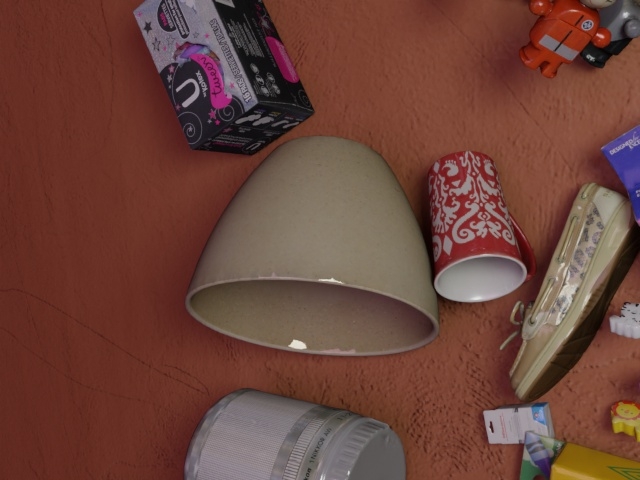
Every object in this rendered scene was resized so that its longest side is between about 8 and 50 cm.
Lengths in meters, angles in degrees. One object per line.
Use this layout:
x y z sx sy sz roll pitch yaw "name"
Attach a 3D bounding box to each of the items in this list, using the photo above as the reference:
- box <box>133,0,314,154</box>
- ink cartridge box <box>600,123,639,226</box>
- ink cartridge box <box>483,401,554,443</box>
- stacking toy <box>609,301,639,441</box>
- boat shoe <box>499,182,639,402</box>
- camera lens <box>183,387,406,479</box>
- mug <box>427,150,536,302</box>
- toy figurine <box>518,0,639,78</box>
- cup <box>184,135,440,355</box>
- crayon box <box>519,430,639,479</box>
-0.149 -0.269 1.202 0.142 0.163 0.247 -31 77 28 "box"
0.475 0.013 0.850 0.176 0.069 0.370 -33 87 29 "ink cartridge box"
0.265 0.245 1.059 0.083 0.028 0.048 -11 88 31 "ink cartridge box"
0.427 0.173 0.882 0.221 0.052 0.166 17 128 44 "stacking toy"
0.307 0.068 0.988 0.089 0.105 0.285 33 99 33 "boat shoe"
-0.042 0.342 1.145 0.275 0.219 0.219 6 96 31 "camera lens"
0.199 -0.013 1.023 0.113 0.150 0.169 -19 54 23 "mug"
0.281 -0.306 0.903 0.213 0.210 0.148 54 134 21 "toy figurine"
0.000 0.000 1.069 0.331 0.331 0.236 -8 64 32 "cup"
0.382 0.378 0.948 0.323 0.083 0.203 11 105 29 "crayon box"
